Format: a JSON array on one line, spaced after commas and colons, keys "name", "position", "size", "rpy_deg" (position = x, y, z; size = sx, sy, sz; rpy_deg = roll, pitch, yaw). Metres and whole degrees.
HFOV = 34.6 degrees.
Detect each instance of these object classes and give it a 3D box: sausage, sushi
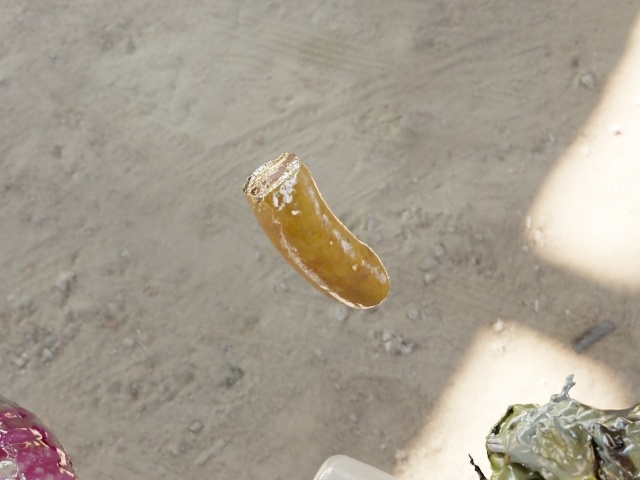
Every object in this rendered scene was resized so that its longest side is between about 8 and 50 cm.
[{"name": "sausage", "position": [0.001, 0.001, 1.416], "size": [0.108, 0.270, 0.109], "rpy_deg": [-28, 34, 22]}, {"name": "sushi", "position": [0.260, 0.163, 0.826], "size": [0.139, 0.131, 0.291], "rpy_deg": [-41, 13, -36]}]

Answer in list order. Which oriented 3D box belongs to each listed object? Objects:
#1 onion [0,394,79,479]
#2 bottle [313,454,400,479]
[{"name": "onion", "position": [-0.339, 0.233, 0.882], "size": [0.256, 0.272, 0.231], "rpy_deg": [19, 92, -6]}, {"name": "bottle", "position": [0.091, 0.319, 1.000], "size": [0.236, 0.147, 0.148], "rpy_deg": [21, 64, 13]}]
